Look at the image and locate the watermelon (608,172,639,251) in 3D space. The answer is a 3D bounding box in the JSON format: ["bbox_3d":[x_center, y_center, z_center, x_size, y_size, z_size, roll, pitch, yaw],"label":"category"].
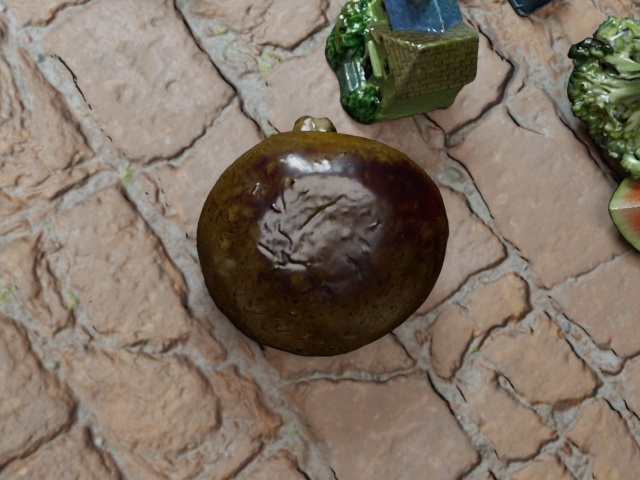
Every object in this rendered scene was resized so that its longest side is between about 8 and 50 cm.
[{"bbox_3d":[0.563,-0.065,1.256,0.193,0.137,0.145,27,43,-6],"label":"watermelon"}]

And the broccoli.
[{"bbox_3d":[0.505,-0.234,1.187,0.246,0.243,0.263,21,83,-21],"label":"broccoli"}]

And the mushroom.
[{"bbox_3d":[0.003,0.006,1.076,0.345,0.239,0.345,1,93,12],"label":"mushroom"}]

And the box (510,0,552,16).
[{"bbox_3d":[0.359,-0.425,1.284,0.099,0.054,0.074,-32,91,-14],"label":"box"}]

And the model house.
[{"bbox_3d":[0.123,-0.305,1.155,0.195,0.189,0.214,-10,85,-14],"label":"model house"}]
